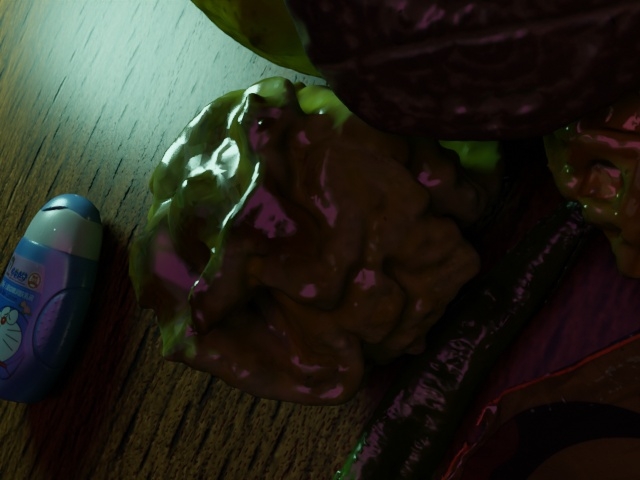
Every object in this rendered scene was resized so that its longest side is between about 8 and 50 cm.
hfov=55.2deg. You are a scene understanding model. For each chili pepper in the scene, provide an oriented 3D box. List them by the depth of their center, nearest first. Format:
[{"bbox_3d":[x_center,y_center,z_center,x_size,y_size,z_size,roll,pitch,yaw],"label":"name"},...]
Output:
[{"bbox_3d":[0.113,0.090,0.485,0.359,0.085,0.076,-59,28,6],"label":"chili pepper"}]

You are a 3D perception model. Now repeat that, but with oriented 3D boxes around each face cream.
[{"bbox_3d":[-0.353,0.067,0.787,0.149,0.083,0.264,15,84,31],"label":"face cream"}]

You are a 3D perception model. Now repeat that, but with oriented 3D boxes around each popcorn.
[{"bbox_3d":[-0.006,-0.002,0.498,0.293,0.237,0.293,-11,70,31],"label":"popcorn"}]

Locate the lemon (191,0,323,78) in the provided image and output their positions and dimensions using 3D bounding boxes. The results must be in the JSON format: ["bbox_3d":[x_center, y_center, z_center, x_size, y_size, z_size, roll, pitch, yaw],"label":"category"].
[{"bbox_3d":[0.032,-0.322,0.506,0.349,0.350,0.387,13,74,34],"label":"lemon"}]

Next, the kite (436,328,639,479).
[{"bbox_3d":[0.194,0.217,0.375,0.327,0.013,0.378,31,98,56],"label":"kite"}]

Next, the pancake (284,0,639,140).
[{"bbox_3d":[0.090,-0.171,0.337,0.250,0.031,0.250,8,120,14],"label":"pancake"}]

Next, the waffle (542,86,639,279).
[{"bbox_3d":[0.277,-0.097,0.331,0.311,0.060,0.307,-19,82,29],"label":"waffle"}]
